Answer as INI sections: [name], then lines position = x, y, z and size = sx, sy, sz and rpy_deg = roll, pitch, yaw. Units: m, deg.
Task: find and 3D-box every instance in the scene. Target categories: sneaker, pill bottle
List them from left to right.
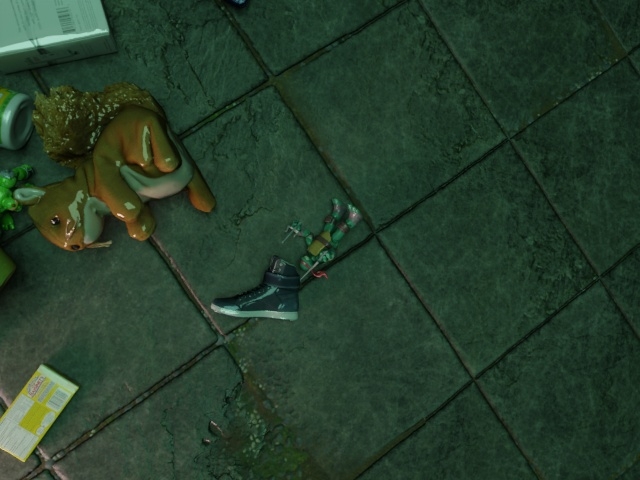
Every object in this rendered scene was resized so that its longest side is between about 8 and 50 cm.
[pill bottle]
position = -0.815, -0.310, 1.203
size = 0.246, 0.136, 0.136
rpy_deg = 17, 83, -10
[sneaker]
position = -0.158, 0.114, 1.319
size = 0.226, 0.086, 0.163
rpy_deg = 5, 96, -20

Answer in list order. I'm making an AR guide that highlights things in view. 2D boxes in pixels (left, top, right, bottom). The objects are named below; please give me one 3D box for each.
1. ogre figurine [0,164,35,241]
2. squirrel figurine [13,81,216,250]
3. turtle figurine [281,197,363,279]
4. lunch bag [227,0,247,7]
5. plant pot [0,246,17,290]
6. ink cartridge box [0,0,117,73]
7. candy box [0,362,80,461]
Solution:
[ogre figurine]
position = -0.741, -0.090, 1.213
size = 0.097, 0.118, 0.197
rpy_deg = 43, 81, -6
[squirrel figurine]
position = -0.513, -0.171, 1.223
size = 0.371, 0.281, 0.396
rpy_deg = -30, 78, -1
[turtle figurine]
position = 0.000, 0.000, 1.354
size = 0.175, 0.118, 0.234
rpy_deg = 33, 76, 34
[lunch bag]
position = -0.233, -0.665, 1.374
size = 0.099, 0.065, 0.067
rpy_deg = 27, 97, -9
[plant pot]
position = -0.816, 0.034, 1.084
size = 0.294, 0.275, 0.274
rpy_deg = 36, 81, -21
[ink cartridge box]
position = -0.669, -0.545, 1.256
size = 0.283, 0.117, 0.207
rpy_deg = -16, 90, -12
[candy box]
position = -0.681, 0.408, 1.239
size = 0.105, 0.027, 0.205
rpy_deg = 35, 81, -4
